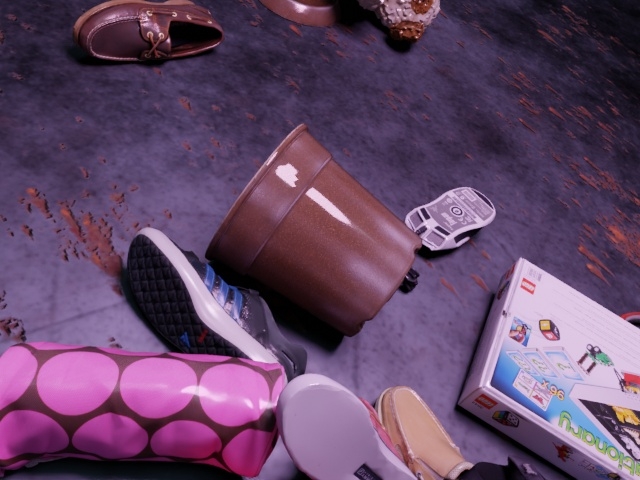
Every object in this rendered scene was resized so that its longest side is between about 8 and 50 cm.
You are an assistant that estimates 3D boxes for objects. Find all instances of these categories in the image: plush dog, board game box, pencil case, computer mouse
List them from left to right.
[{"bbox_3d":[-0.132,0.131,0.448,0.209,0.098,0.095,7,4,-9],"label":"pencil case"},{"bbox_3d":[0.123,-0.463,1.070,0.225,0.210,0.263,39,60,-27],"label":"plush dog"},{"bbox_3d":[0.144,-0.011,0.753,0.193,0.042,0.106,-22,57,-31],"label":"computer mouse"},{"bbox_3d":[0.313,0.171,0.641,0.305,0.053,0.193,32,50,3],"label":"board game box"}]

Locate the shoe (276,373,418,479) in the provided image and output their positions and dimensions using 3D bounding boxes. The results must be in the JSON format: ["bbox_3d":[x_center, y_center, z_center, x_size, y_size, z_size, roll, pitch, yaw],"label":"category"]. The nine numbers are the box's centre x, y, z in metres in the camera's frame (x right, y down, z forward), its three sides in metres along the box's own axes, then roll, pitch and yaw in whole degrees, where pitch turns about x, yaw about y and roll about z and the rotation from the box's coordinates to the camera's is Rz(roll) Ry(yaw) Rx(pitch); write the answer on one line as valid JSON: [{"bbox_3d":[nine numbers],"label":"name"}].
[{"bbox_3d":[0.013,0.149,0.471,0.063,0.178,0.081,-40,32,-4],"label":"shoe"}]

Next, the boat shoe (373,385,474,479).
[{"bbox_3d":[0.109,0.204,0.518,0.068,0.072,0.190,-7,54,-29],"label":"boat shoe"}]

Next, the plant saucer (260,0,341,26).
[{"bbox_3d":[-0.037,-0.440,1.064,0.168,0.029,0.169,13,46,-13],"label":"plant saucer"}]

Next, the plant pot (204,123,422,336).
[{"bbox_3d":[0.000,0.000,0.603,0.165,0.167,0.167,37,45,-2],"label":"plant pot"}]

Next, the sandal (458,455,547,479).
[{"bbox_3d":[0.166,0.200,0.458,0.097,0.054,0.254,50,10,25],"label":"sandal"}]

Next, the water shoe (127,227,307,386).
[{"bbox_3d":[-0.099,0.068,0.562,0.203,0.073,0.080,48,30,12],"label":"water shoe"}]

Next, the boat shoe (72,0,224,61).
[{"bbox_3d":[-0.220,-0.278,0.801,0.073,0.073,0.207,43,47,19],"label":"boat shoe"}]

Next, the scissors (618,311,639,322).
[{"bbox_3d":[0.332,0.129,0.729,0.297,0.021,0.109,7,53,-17],"label":"scissors"}]
